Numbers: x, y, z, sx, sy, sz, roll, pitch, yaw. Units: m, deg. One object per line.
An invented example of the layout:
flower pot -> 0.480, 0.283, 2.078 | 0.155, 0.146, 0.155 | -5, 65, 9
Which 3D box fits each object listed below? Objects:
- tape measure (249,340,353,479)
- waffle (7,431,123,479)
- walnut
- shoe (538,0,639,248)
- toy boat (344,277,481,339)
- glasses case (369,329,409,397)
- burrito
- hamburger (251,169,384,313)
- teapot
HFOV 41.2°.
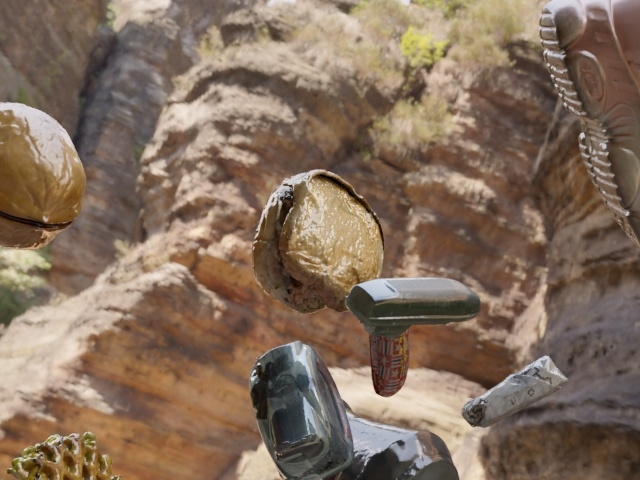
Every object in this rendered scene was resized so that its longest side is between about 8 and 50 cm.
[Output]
tape measure -> -0.042, 0.323, 1.602 | 0.147, 0.256, 0.275 | -21, -36, 6
waffle -> -0.368, 0.409, 1.296 | 0.058, 0.244, 0.238 | -22, 2, 13
walnut -> -0.344, -0.070, 0.980 | 0.180, 0.144, 0.144 | 55, 0, 32
shoe -> 0.387, -0.130, 0.927 | 0.198, 0.172, 0.351 | -24, -70, 13
toy boat -> 0.145, 0.098, 1.244 | 0.260, 0.085, 0.078 | 1, 29, -41
glasses case -> 0.119, 0.170, 1.421 | 0.049, 0.073, 0.195 | 15, -60, 40
burrito -> 0.337, 0.266, 1.485 | 0.064, 0.203, 0.064 | 59, -12, 21
hamburger -> 0.000, 0.000, 1.449 | 0.146, 0.286, 0.243 | -8, -77, 40
teapot -> 0.071, 0.501, 1.848 | 0.361, 0.306, 0.376 | 21, -8, 43
